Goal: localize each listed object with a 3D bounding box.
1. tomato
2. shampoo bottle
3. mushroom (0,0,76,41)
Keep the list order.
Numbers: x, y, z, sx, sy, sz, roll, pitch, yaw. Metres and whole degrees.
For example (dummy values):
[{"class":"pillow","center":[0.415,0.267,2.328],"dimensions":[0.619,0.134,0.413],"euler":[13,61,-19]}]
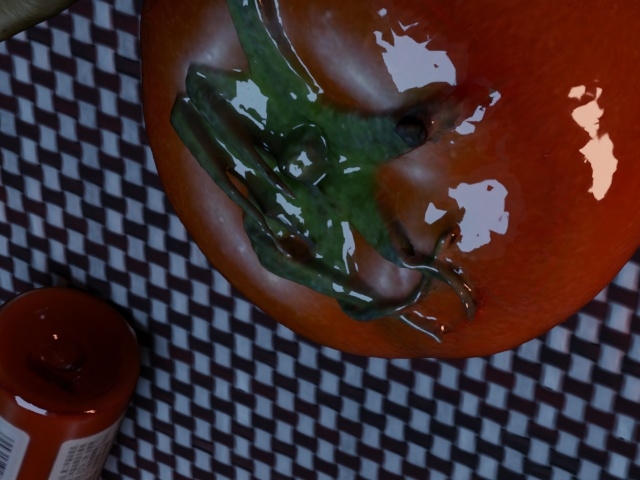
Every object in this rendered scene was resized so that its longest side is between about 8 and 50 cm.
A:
[{"class":"tomato","center":[0.044,-0.074,0.813],"dimensions":[0.255,0.224,0.256],"euler":[22,133,25]},{"class":"shampoo bottle","center":[-0.204,0.152,1.274],"dimensions":[0.104,0.104,0.278],"euler":[34,137,7]},{"class":"mushroom","center":[-0.190,-0.156,1.026],"dimensions":[0.209,0.072,0.094],"euler":[-13,115,46]}]
